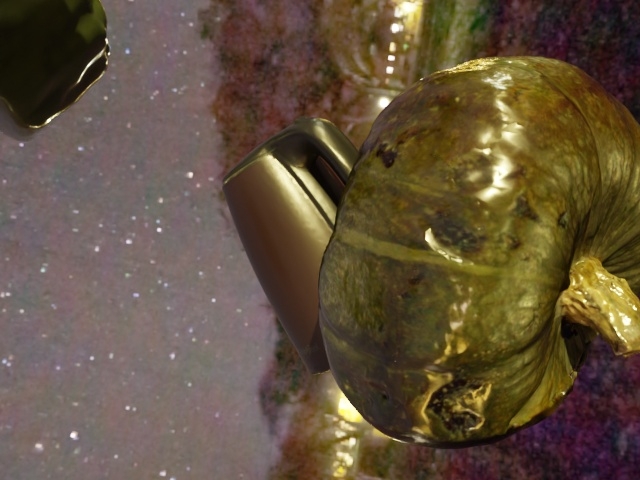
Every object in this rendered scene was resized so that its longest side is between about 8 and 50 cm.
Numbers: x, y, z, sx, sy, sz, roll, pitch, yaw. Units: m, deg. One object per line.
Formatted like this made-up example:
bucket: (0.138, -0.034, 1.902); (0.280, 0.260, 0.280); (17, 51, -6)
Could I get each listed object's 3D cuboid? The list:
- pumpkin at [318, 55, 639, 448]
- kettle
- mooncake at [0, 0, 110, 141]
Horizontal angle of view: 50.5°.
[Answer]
pumpkin: (0.143, -0.013, 0.511); (0.325, 0.242, 0.232); (-40, -44, -30)
kettle: (0.000, 0.000, 0.696); (0.144, 0.232, 0.202); (-33, 3, -31)
mooncake: (-0.430, -0.296, 0.821); (0.194, 0.356, 0.356); (-51, -14, -18)
